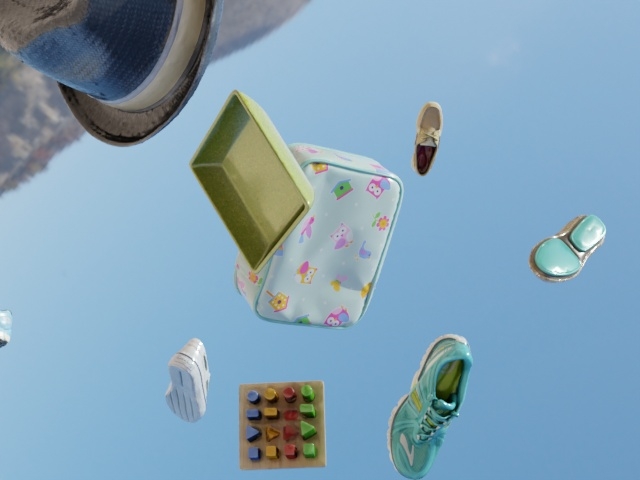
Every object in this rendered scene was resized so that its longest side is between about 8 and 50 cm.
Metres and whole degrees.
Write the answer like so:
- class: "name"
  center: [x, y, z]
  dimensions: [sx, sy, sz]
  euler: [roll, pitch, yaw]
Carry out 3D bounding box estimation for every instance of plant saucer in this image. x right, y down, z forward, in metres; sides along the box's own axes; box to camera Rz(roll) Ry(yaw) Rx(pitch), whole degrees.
- class: "plant saucer"
  center: [-0.082, -0.078, 1.461]
  dimensions: [0.045, 0.188, 0.188]
  euler: [-22, 164, -35]

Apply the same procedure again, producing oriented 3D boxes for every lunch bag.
- class: "lunch bag"
  center: [0.000, 0.000, 1.705]
  dimensions: [0.108, 0.224, 0.279]
  euler: [40, -63, 52]

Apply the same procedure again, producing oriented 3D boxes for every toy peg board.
- class: "toy peg board"
  center: [-0.073, 0.335, 2.047]
  dimensions: [0.079, 0.161, 0.161]
  euler: [80, 8, -71]

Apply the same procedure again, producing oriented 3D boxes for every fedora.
- class: "fedora"
  center: [-0.250, -0.256, 1.176]
  dimensions: [0.334, 0.153, 0.333]
  euler: [-6, -98, 49]

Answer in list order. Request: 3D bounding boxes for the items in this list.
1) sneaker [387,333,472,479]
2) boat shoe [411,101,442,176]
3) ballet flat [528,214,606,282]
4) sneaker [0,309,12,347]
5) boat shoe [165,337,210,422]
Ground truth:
- class: "sneaker"
  center: [0.195, 0.297, 1.965]
  dimensions: [0.110, 0.107, 0.275]
  euler: [-126, -127, -77]
- class: "boat shoe"
  center: [0.192, -0.177, 1.975]
  dimensions: [0.045, 0.050, 0.135]
  euler: [-98, -167, -67]
- class: "ballet flat"
  center: [0.352, 0.024, 1.631]
  dimensions: [0.206, 0.073, 0.067]
  euler: [-26, 164, -45]
- class: "sneaker"
  center: [-0.559, 0.110, 1.742]
  dimensions: [0.063, 0.162, 0.073]
  euler: [-35, -144, 48]
- class: "boat shoe"
  center: [-0.234, 0.262, 2.063]
  dimensions: [0.075, 0.083, 0.226]
  euler: [-55, 169, -32]
